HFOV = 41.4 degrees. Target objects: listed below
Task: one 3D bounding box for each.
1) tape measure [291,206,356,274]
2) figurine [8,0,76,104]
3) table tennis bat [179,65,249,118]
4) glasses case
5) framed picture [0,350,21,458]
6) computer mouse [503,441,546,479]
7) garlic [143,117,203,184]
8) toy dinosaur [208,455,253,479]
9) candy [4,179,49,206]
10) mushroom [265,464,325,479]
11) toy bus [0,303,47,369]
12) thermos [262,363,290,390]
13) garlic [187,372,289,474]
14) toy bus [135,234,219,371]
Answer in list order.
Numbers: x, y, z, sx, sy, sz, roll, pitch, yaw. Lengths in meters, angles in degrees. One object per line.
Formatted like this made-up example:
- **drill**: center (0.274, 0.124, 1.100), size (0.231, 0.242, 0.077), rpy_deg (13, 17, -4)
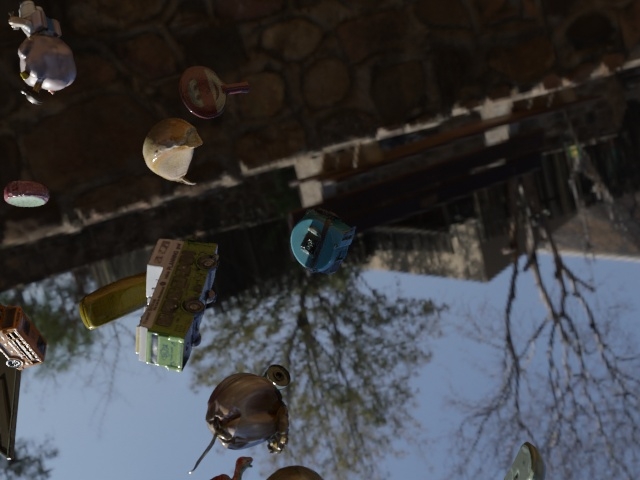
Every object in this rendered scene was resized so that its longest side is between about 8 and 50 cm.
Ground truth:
- **tape measure**: center (0.000, 0.000, 1.872), size (0.125, 0.146, 0.081), rpy_deg (32, -156, 25)
- **figurine**: center (-0.557, -0.382, 1.708), size (0.112, 0.229, 0.137), rpy_deg (-21, 162, 8)
- **table tennis bat**: center (-0.193, -0.273, 1.547), size (0.154, 0.098, 0.019), rpy_deg (-17, 180, -43)
- **glasses case**: center (-0.421, 0.121, 1.814), size (0.064, 0.079, 0.234), rpy_deg (-10, -172, 33)
- **framed picture**: center (-0.824, 0.395, 2.189), size (0.016, 0.289, 0.213), rpy_deg (5, -178, -40)
- **computer mouse**: center (0.424, 0.495, 1.748), size (0.056, 0.182, 0.089), rpy_deg (13, -144, -6)
- **garlic**: center (-0.425, -0.255, 2.442), size (0.164, 0.145, 0.245), rpy_deg (22, 150, -1)
- **toy dinosaur**: center (-0.234, 0.559, 1.894), size (0.053, 0.167, 0.242), rpy_deg (-7, 159, 35)
- **candy**: center (-0.696, -0.111, 2.009), size (0.103, 0.043, 0.103), rpy_deg (-4, 166, -1)
- **mushroom**: center (-0.080, 0.639, 1.921), size (0.243, 0.243, 0.243), rpy_deg (-14, -171, 2)
- **toy bus**: center (-0.720, 0.216, 1.989), size (0.088, 0.194, 0.083), rpy_deg (-13, -133, 6)
- **thermos**: center (-0.157, 0.436, 2.422), size (0.188, 0.083, 0.073), rpy_deg (-51, -175, 38)
- **garlic**: center (-0.170, 0.430, 1.888), size (0.207, 0.207, 0.257), rpy_deg (-2, -123, 52)
- **toy bus**: center (-0.287, 0.116, 1.679), size (0.139, 0.113, 0.302), rpy_deg (9, -145, -1)
